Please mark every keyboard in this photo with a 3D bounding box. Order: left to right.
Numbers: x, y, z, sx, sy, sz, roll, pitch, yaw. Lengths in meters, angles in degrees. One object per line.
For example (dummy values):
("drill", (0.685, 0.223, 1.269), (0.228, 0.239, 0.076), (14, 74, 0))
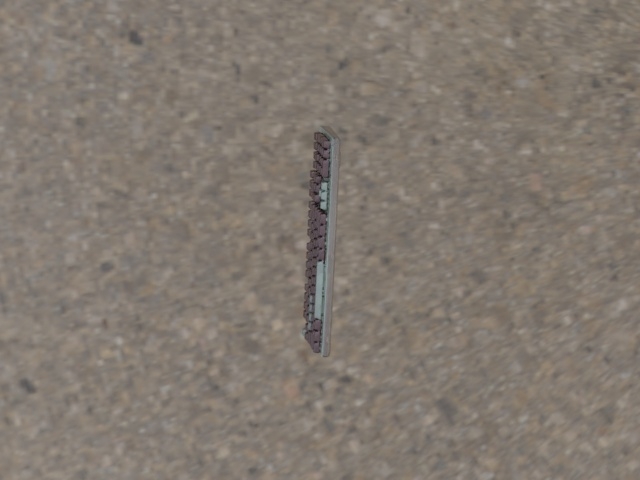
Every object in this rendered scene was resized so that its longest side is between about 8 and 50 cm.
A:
("keyboard", (0.000, 0.000, 1.115), (0.017, 0.055, 0.165), (1, 105, -8))
